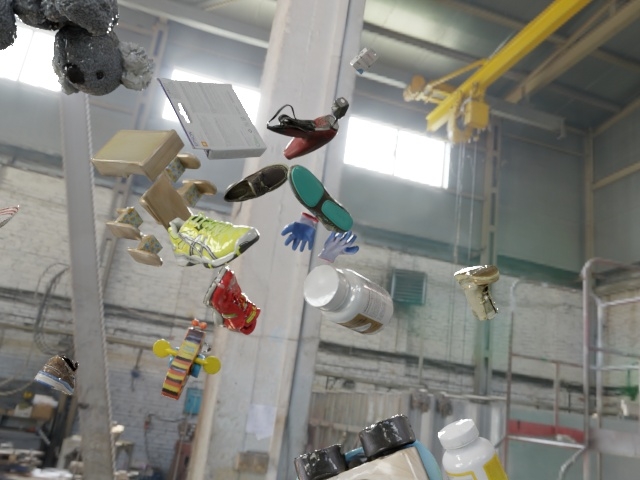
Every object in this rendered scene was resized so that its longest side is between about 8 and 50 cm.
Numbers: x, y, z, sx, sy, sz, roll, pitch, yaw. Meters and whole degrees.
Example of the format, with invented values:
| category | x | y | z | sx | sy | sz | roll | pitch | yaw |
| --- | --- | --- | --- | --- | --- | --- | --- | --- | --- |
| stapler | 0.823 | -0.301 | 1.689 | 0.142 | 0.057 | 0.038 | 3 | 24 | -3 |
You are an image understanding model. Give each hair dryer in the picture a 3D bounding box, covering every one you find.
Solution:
| category | x | y | z | sx | sy | sz | roll | pitch | yaw |
| --- | --- | --- | --- | --- | --- | --- | --- | --- | --- |
| hair dryer | -0.054 | -0.314 | 1.584 | 0.224 | 0.080 | 0.293 | -9 | -19 | -14 |

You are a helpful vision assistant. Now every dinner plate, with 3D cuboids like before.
| category | x | y | z | sx | sy | sz | roll | pitch | yaw |
| --- | --- | --- | --- | --- | --- | --- | --- | --- | --- |
| dinner plate | -0.624 | -0.026 | 1.047 | 0.141 | 0.141 | 0.017 | -2 | -60 | 30 |

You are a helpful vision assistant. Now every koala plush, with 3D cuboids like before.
| category | x | y | z | sx | sy | sz | roll | pitch | yaw |
| --- | --- | --- | --- | --- | --- | --- | --- | --- | --- |
| koala plush | -0.366 | -0.317 | 0.868 | 0.196 | 0.203 | 0.221 | -6 | -39 | 8 |

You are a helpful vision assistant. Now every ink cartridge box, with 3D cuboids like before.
| category | x | y | z | sx | sy | sz | roll | pitch | yaw |
| --- | --- | --- | --- | --- | --- | --- | --- | --- | --- |
| ink cartridge box | -0.269 | -0.295 | 1.382 | 0.224 | 0.223 | 0.045 | -9 | -26 | -46 |
| ink cartridge box | 0.143 | -0.578 | 1.807 | 0.083 | 0.028 | 0.048 | -39 | -53 | 22 |

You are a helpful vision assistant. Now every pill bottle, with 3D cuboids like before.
| category | x | y | z | sx | sy | sz | roll | pitch | yaw |
| --- | --- | --- | --- | --- | --- | --- | --- | --- | --- |
| pill bottle | 0.067 | 0.142 | 1.372 | 0.131 | 0.131 | 0.229 | -5 | -24 | 37 |
| pill bottle | 0.295 | 0.441 | 1.073 | 0.103 | 0.184 | 0.103 | -24 | -1 | -1 |

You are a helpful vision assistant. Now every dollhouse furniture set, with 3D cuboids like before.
| category | x | y | z | sx | sy | sz | roll | pitch | yaw |
| --- | --- | --- | --- | --- | --- | --- | --- | --- | --- |
| dollhouse furniture set | -0.521 | -0.164 | 1.886 | 0.257 | 0.362 | 0.394 | 8 | -38 | 33 |

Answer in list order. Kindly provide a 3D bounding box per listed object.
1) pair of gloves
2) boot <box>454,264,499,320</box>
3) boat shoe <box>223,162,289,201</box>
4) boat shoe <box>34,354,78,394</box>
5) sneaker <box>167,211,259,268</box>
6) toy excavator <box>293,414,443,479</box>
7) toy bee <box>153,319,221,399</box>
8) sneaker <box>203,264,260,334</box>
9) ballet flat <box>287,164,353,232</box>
| category | x | y | z | sx | sy | sz | roll | pitch | yaw |
| --- | --- | --- | --- | --- | --- | --- | --- | --- | --- |
| pair of gloves | 0.000 | 0.000 | 1.478 | 0.198 | 0.023 | 0.159 | 23 | -36 | -10 |
| boot | 0.504 | 0.165 | 1.742 | 0.077 | 0.165 | 0.213 | -23 | 1 | -15 |
| boat shoe | -0.132 | -0.112 | 1.170 | 0.152 | 0.049 | 0.056 | -25 | -73 | 20 |
| boat shoe | -0.539 | 0.279 | 1.189 | 0.066 | 0.066 | 0.183 | 29 | -22 | -7 |
| sneaker | -0.347 | -0.007 | 1.730 | 0.385 | 0.145 | 0.147 | -7 | -66 | 40 |
| toy excavator | 0.065 | 0.580 | 1.242 | 0.433 | 0.222 | 0.445 | -24 | -26 | 5 |
| toy bee | -0.402 | 0.326 | 1.705 | 0.195 | 0.162 | 0.298 | 9 | 24 | -20 |
| sneaker | -0.204 | 0.154 | 1.394 | 0.118 | 0.107 | 0.279 | 23 | -25 | 13 |
| ballet flat | -0.012 | -0.081 | 1.174 | 0.070 | 0.070 | 0.188 | -13 | -53 | 50 |
